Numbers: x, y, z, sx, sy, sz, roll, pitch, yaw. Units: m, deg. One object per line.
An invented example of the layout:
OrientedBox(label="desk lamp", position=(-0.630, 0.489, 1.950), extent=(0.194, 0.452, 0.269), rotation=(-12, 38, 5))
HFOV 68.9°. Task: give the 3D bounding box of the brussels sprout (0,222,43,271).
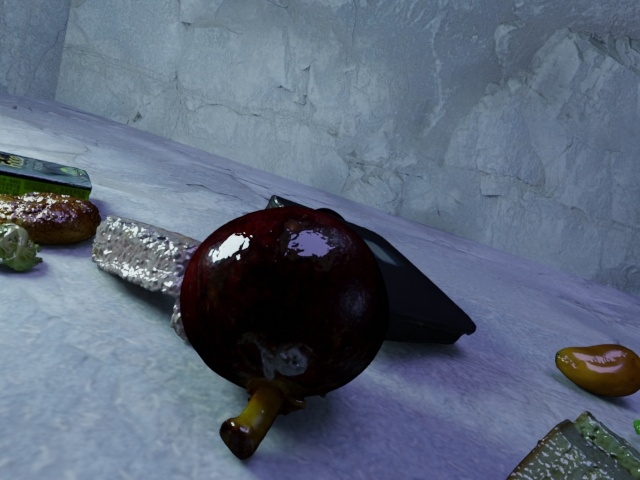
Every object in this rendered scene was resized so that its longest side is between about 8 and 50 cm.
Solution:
OrientedBox(label="brussels sprout", position=(-0.426, 0.005, 0.645), extent=(0.085, 0.058, 0.085), rotation=(19, -4, 1))

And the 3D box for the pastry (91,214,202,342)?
OrientedBox(label="pastry", position=(-0.231, 0.032, 0.669), extent=(0.265, 0.112, 0.102), rotation=(27, 5, 31))

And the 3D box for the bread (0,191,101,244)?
OrientedBox(label="bread", position=(-0.465, -0.045, 0.783), extent=(0.193, 0.064, 0.193), rotation=(14, 13, -3))

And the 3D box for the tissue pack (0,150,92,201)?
OrientedBox(label="tissue pack", position=(-0.585, -0.122, 0.915), extent=(0.235, 0.073, 0.173), rotation=(11, 14, -31))

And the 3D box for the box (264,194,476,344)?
OrientedBox(label="box", position=(0.082, 0.056, 0.865), extent=(0.350, 0.091, 0.359), rotation=(17, 23, -41))

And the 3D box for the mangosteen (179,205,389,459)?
OrientedBox(label="mangosteen", position=(-0.041, 0.098, 0.498), extent=(0.235, 0.235, 0.262), rotation=(16, 56, -7))

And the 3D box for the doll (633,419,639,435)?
OrientedBox(label="doll", position=(0.535, 0.317, 0.650), extent=(0.115, 0.050, 0.190), rotation=(19, 9, -27))

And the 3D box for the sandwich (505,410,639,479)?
OrientedBox(label="sandwich", position=(0.291, 0.251, 0.501), extent=(0.244, 0.088, 0.090), rotation=(7, 20, -41))

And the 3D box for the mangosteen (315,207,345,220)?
OrientedBox(label="mangosteen", position=(0.000, 0.000, 1.085), extent=(0.137, 0.137, 0.151), rotation=(19, 36, 7))

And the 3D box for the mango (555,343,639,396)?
OrientedBox(label="mango", position=(0.520, 0.246, 0.867), extent=(0.159, 0.084, 0.105), rotation=(-3, 31, -2))
